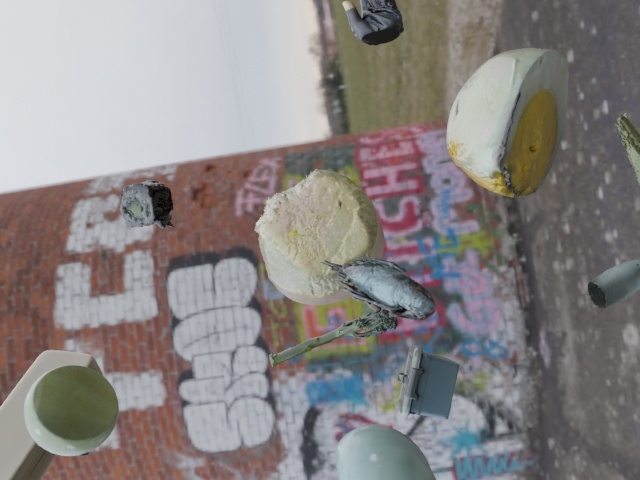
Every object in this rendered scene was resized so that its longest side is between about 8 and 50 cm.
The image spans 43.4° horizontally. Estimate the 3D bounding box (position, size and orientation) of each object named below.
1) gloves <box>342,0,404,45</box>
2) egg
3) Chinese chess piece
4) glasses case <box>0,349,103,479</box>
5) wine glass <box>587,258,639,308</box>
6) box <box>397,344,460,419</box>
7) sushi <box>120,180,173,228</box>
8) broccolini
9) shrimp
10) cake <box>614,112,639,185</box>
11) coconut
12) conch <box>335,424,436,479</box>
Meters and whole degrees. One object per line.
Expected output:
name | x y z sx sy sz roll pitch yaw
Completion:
gloves | 0.136 -0.600 2.065 0.106 0.129 0.181 10 -115 -43
egg | 0.375 -0.256 1.676 0.337 0.201 0.337 -37 -44 -45
Chinese chess piece | -0.390 0.266 1.261 0.058 0.144 0.144 -54 27 40
glasses case | -0.583 0.371 1.634 0.336 0.143 0.076 -63 -30 -45
wine glass | 0.550 0.052 1.381 0.066 0.198 0.066 58 166 24
box | 0.245 0.335 1.890 0.227 0.130 0.162 57 -134 -83
sushi | -0.343 -0.072 1.612 0.084 0.098 0.094 -30 -58 -70
broccolini | 0.030 0.271 2.240 0.074 0.392 0.079 57 -168 -46
shrimp | 0.092 0.069 1.342 0.090 0.232 0.079 -54 -35 -20
cake | 0.548 -0.151 1.389 0.140 0.051 0.055 57 147 9
coconut | 0.000 0.000 1.851 0.309 0.297 0.298 73 -170 -77
conch | 0.113 0.375 1.298 0.185 0.121 0.221 22 -157 -37
